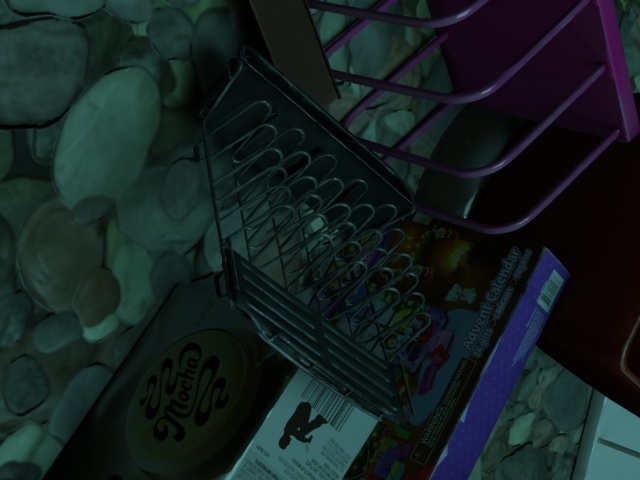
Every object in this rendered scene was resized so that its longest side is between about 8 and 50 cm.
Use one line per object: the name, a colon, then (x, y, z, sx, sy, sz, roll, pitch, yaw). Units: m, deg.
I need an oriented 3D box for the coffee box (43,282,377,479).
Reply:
coffee box: (-0.109, 0.200, 0.971, 0.297, 0.168, 0.119, -56, 134, -16)

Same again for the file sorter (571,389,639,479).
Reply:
file sorter: (0.457, 0.202, 1.556, 0.193, 0.173, 0.277, 7, 98, -47)

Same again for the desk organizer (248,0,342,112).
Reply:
desk organizer: (-0.033, -0.158, 1.020, 0.050, 0.047, 0.130, -41, 129, -26)

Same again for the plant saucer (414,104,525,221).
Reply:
plant saucer: (0.208, -0.010, 1.319, 0.311, 0.050, 0.310, -17, 116, -41)

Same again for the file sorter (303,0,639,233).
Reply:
file sorter: (0.106, -0.176, 1.049, 0.182, 0.202, 0.290, -42, 129, -25)

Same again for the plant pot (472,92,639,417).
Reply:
plant pot: (0.290, 0.013, 1.202, 0.267, 0.236, 0.267, 38, 76, -46)

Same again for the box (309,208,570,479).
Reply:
box: (0.060, 0.118, 1.094, 0.057, 0.201, 0.293, 41, 73, -46)

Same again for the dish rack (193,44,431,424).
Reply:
dish rack: (0.000, 0.000, 0.934, 0.074, 0.271, 0.208, -39, 125, 21)
